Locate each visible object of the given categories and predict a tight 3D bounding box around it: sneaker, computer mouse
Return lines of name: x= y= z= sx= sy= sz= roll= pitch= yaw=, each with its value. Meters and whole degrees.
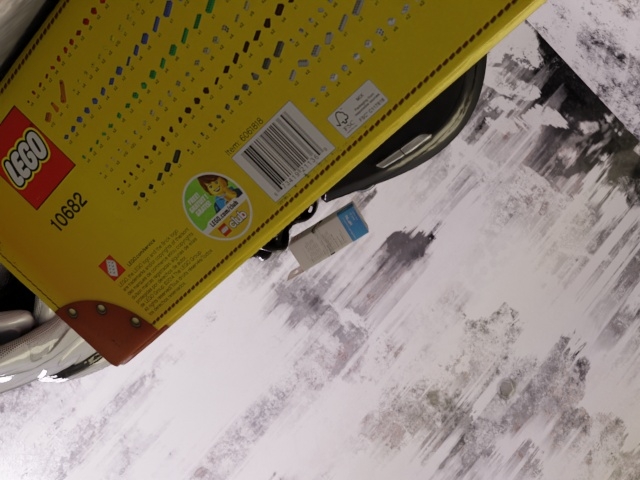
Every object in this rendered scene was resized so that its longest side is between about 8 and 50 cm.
sneaker: x=-0.360 y=0.103 z=0.859 sx=0.365 sy=0.137 sz=0.210 roll=-23 pitch=163 yaw=-4
computer mouse: x=0.051 y=-0.078 z=0.781 sx=0.262 sy=0.060 sz=0.184 roll=-42 pitch=-172 yaw=15

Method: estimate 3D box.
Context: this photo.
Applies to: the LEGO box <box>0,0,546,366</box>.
LEGO box: x=0.004 y=-0.188 z=0.658 sx=0.500 sy=0.193 sz=0.372 roll=-40 pitch=-170 yaw=33

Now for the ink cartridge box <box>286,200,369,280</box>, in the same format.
ink cartridge box: x=0.000 y=0.000 z=0.807 sx=0.083 sy=0.028 sz=0.048 roll=-32 pitch=-174 yaw=6
